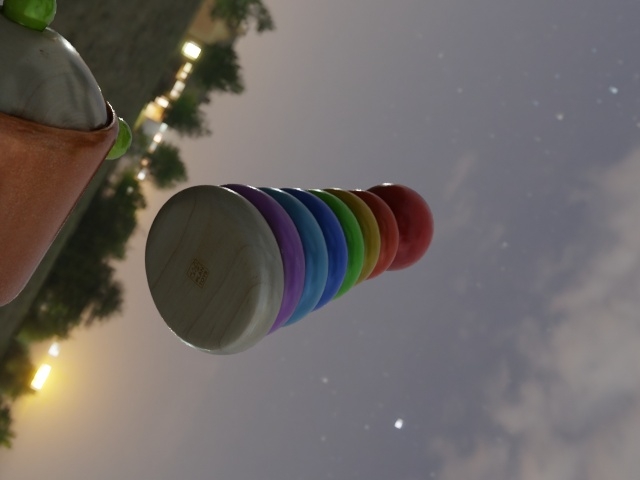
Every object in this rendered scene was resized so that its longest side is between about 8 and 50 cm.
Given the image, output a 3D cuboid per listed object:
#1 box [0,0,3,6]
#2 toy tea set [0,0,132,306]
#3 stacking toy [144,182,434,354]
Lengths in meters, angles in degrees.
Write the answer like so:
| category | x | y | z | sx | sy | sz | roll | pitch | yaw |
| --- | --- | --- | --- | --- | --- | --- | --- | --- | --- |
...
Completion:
| category | x | y | z | sx | sy | sz | roll | pitch | yaw |
| --- | --- | --- | --- | --- | --- | --- | --- | --- | --- |
| box | -0.170 | -0.217 | 0.517 | 0.060 | 0.101 | 0.244 | 57 | -43 | 44 |
| toy tea set | -0.191 | -0.043 | 0.333 | 0.124 | 0.200 | 0.336 | -63 | 179 | 17 |
| stacking toy | 0.000 | 0.000 | 1.006 | 0.330 | 0.141 | 0.141 | -16 | 147 | -52 |
